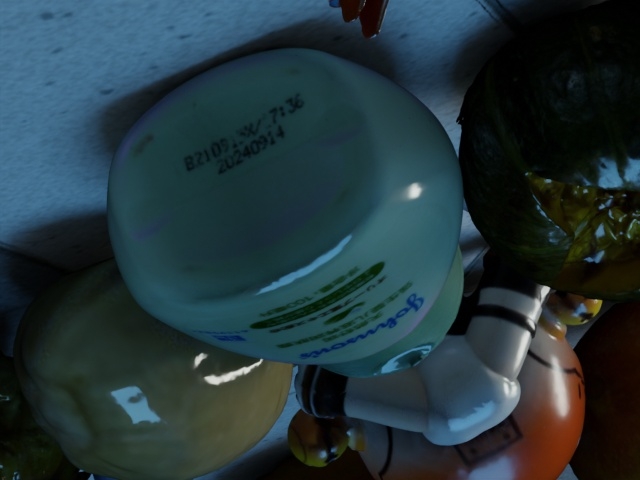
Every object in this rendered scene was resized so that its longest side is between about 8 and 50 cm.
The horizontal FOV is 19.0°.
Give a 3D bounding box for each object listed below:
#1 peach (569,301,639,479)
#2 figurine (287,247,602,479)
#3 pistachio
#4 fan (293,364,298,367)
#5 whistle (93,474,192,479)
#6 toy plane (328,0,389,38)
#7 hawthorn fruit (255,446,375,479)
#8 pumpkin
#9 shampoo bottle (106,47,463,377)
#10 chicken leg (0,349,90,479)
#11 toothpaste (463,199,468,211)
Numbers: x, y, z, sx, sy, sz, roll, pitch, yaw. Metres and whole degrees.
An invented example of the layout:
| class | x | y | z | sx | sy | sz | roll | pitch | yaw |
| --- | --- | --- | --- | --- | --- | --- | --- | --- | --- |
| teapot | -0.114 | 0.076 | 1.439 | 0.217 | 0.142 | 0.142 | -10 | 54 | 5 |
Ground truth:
| class | x | y | z | sx | sy | sz | roll | pitch | yaw |
| --- | --- | --- | --- | --- | --- | --- | --- | --- | --- |
| peach | 0.414 | 0.162 | 1.909 | 0.372 | 0.290 | 0.372 | -18 | 165 | -5 |
| figurine | 0.131 | 0.144 | 1.737 | 0.320 | 0.196 | 0.323 | -29 | 153 | 3 |
| pistachio | -0.118 | 0.087 | 1.392 | 0.293 | 0.162 | 0.182 | 14 | 100 | -61 |
| fan | -0.048 | 0.104 | 1.581 | 0.310 | 0.010 | 0.182 | -13 | -166 | 8 |
| whistle | -0.148 | 0.181 | 1.651 | 0.180 | 0.093 | 0.269 | -52 | -178 | 5 |
| toy plane | 0.075 | -0.172 | 1.001 | 0.189 | 0.061 | 0.130 | -28 | 159 | 14 |
| hawthorn fruit | 0.084 | 0.415 | 2.174 | 0.402 | 0.403 | 0.403 | -17 | 162 | -6 |
| pumpkin | 0.203 | -0.064 | 1.274 | 0.238 | 0.159 | 0.238 | 0 | 143 | 0 |
| shampoo bottle | 0.000 | 0.000 | 1.273 | 0.222 | 0.151 | 0.349 | -28 | 161 | 7 |
| chicken leg | -0.275 | 0.157 | 1.505 | 0.201 | 0.153 | 0.429 | -9 | 170 | 9 |
| toothpaste | 0.238 | -0.075 | 1.427 | 0.301 | 0.048 | 0.075 | -28 | 163 | 32 |
